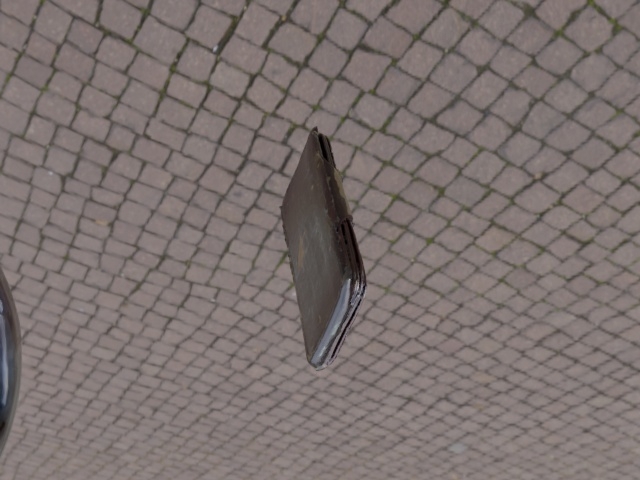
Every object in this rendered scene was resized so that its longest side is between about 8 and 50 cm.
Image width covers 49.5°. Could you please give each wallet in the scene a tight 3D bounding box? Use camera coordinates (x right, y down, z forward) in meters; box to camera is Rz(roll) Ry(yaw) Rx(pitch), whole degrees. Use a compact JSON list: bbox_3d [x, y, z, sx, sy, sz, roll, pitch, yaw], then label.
[{"bbox_3d":[0.000,0.000,0.668,0.031,0.232,0.122,10,130,-19],"label":"wallet"}]

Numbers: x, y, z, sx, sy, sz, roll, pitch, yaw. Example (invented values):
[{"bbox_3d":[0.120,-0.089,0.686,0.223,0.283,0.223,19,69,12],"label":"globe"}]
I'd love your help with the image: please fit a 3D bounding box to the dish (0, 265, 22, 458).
[{"bbox_3d":[-0.243,0.069,0.349,0.133,0.274,0.273,-7,138,27],"label":"dish"}]
